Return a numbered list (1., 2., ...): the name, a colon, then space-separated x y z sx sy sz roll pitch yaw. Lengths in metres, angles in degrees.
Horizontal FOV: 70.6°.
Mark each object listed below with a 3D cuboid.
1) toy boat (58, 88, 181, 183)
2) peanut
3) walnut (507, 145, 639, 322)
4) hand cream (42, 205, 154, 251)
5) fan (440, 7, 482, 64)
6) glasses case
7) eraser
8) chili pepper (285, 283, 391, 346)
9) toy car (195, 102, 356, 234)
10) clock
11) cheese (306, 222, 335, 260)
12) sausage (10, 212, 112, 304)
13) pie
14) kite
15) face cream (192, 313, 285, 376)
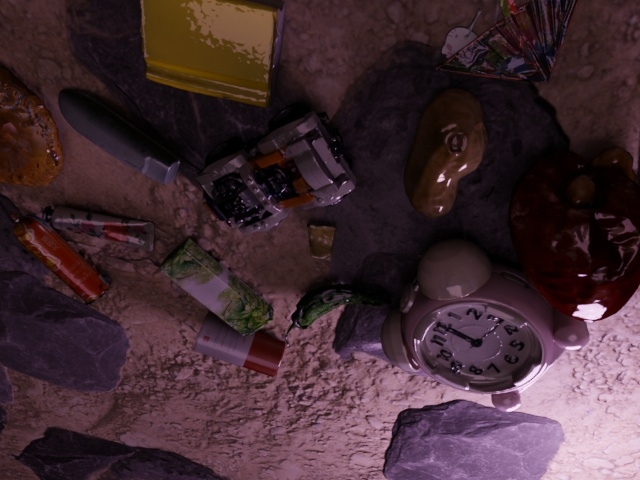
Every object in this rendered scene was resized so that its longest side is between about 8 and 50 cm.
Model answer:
1. toy boat: -0.375 -0.201 0.843 0.260 0.085 0.078 33 126 -1
2. peanut: 0.208 -0.135 0.767 0.120 0.110 0.237 2 129 -3
3. walnut: 0.448 -0.015 0.775 0.221 0.244 0.269 25 147 41
4. hand cream: -0.489 -0.031 1.005 0.233 0.050 0.080 13 124 -8
5. fan: 0.225 -0.315 0.696 0.055 0.004 0.083 23 126 -8
6. glasses case: -0.235 0.113 1.055 0.095 0.062 0.272 -36 114 21
7. eraser: -0.171 -0.315 0.722 0.225 0.069 0.158 12 125 1
8. chili pepper: 0.016 0.150 1.038 0.278 0.065 0.122 -22 116 19
9. toy car: -0.088 -0.111 0.834 0.301 0.118 0.193 -21 123 24
10. clock: 0.317 0.175 0.942 0.325 0.184 0.342 20 122 -1
11. cheese: 0.000 0.001 0.945 0.060 0.041 0.084 2 112 -1
12. sausage: -0.612 0.037 1.056 0.083 0.083 0.264 -23 118 24
13. pie: -0.624 -0.218 0.871 0.273 0.069 0.274 2 127 3
14. kite: 0.294 -0.305 0.683 0.241 0.014 0.183 -25 119 24
15. face cream: -0.203 0.266 1.141 0.214 0.096 0.096 21 127 -7
